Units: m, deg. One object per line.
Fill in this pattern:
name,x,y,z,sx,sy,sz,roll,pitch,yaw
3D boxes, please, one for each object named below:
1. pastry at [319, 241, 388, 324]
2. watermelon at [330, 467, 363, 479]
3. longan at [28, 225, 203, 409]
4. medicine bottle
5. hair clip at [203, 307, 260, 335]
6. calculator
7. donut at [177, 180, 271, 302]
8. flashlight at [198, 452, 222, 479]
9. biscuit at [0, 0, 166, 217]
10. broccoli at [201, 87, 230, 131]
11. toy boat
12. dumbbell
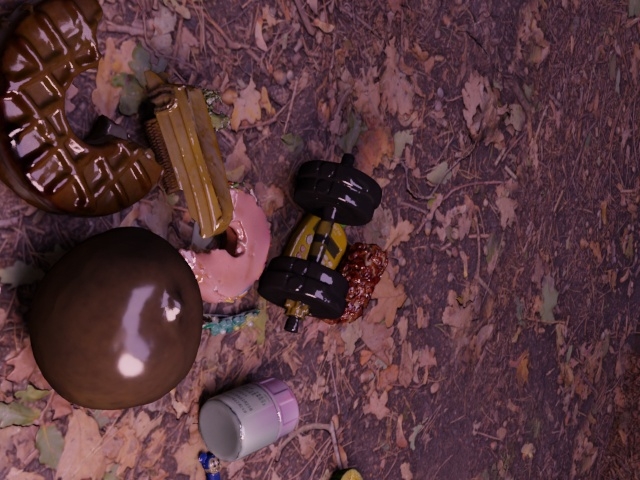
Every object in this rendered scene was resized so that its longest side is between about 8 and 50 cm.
pastry,0.074,0.095,2.056,0.209,0.097,0.115,-61,152,-21
watermelon,0.052,0.574,2.140,0.105,0.062,0.106,4,85,-48
longan,-0.323,0.123,1.499,0.297,0.297,0.298,-9,102,-47
medicine bottle,-0.140,0.350,1.841,0.168,0.135,0.135,-15,106,-45
hair clip,-0.179,0.162,1.845,0.172,0.049,0.049,-3,98,-49
calculator,-0.008,0.016,2.015,0.235,0.032,0.146,-56,132,-25
donut,-0.187,0.012,1.775,0.233,0.085,0.199,-58,132,-26
flashlight,-0.211,0.472,1.852,0.057,0.035,0.121,-18,109,-46
biscuit,-0.408,-0.194,1.479,0.268,0.115,0.366,-46,126,-35
broccoli,-0.214,-0.219,1.711,0.095,0.091,0.097,82,24,-46
toy boat,-0.241,-0.153,1.648,0.089,0.115,0.310,-37,112,-68
dumbbell,0.000,0.000,1.874,0.185,0.185,0.389,34,68,-45
